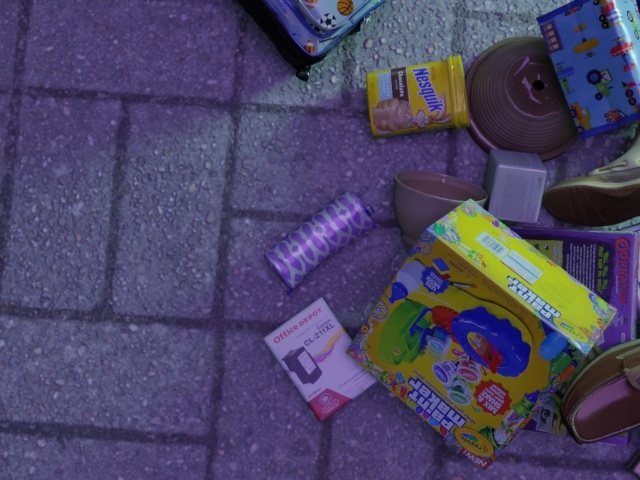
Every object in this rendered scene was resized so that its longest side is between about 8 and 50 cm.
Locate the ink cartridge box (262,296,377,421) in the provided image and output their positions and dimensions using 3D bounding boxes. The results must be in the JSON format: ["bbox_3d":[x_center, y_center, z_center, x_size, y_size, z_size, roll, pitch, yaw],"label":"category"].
[{"bbox_3d":[-0.001,0.203,1.503,0.127,0.072,0.175,-36,85,-4],"label":"ink cartridge box"}]

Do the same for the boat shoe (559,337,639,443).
[{"bbox_3d":[0.520,0.206,1.328,0.324,0.120,0.123,-31,98,-3],"label":"boat shoe"}]

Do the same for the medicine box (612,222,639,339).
[{"bbox_3d":[0.643,0.091,1.486,0.263,0.149,0.289,-16,84,-2],"label":"medicine box"}]

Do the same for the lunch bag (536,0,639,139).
[{"bbox_3d":[0.532,-0.324,1.512,0.293,0.138,0.221,-25,95,-45],"label":"lunch bag"}]

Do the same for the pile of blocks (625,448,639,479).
[{"bbox_3d":[0.611,0.327,1.401,0.112,0.149,0.362,39,120,3],"label":"pile of blocks"}]

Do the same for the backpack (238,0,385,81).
[{"bbox_3d":[0.000,-0.466,1.497,0.263,0.213,0.276,-44,107,-19],"label":"backpack"}]

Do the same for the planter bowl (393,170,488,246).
[{"bbox_3d":[0.196,-0.045,1.507,0.162,0.162,0.109,12,110,1],"label":"planter bowl"}]

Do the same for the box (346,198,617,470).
[{"bbox_3d":[0.248,0.144,1.374,0.290,0.177,0.279,39,124,15],"label":"box"}]

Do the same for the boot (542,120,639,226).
[{"bbox_3d":[0.536,-0.130,1.533,0.095,0.262,0.203,55,45,-29],"label":"boot"}]

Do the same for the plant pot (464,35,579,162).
[{"bbox_3d":[0.374,-0.261,1.548,0.237,0.110,0.237,0,82,-1],"label":"plant pot"}]

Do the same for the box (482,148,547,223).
[{"bbox_3d":[0.334,-0.095,1.514,0.087,0.101,0.102,7,113,0],"label":"box"}]

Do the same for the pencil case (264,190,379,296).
[{"bbox_3d":[0.000,0.000,1.527,0.206,0.086,0.088,-36,112,-4],"label":"pencil case"}]

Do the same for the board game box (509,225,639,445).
[{"bbox_3d":[0.414,0.153,1.448,0.208,0.056,0.347,5,97,33],"label":"board game box"}]

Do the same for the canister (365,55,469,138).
[{"bbox_3d":[0.172,-0.251,1.545,0.170,0.073,0.126,-7,82,13],"label":"canister"}]
